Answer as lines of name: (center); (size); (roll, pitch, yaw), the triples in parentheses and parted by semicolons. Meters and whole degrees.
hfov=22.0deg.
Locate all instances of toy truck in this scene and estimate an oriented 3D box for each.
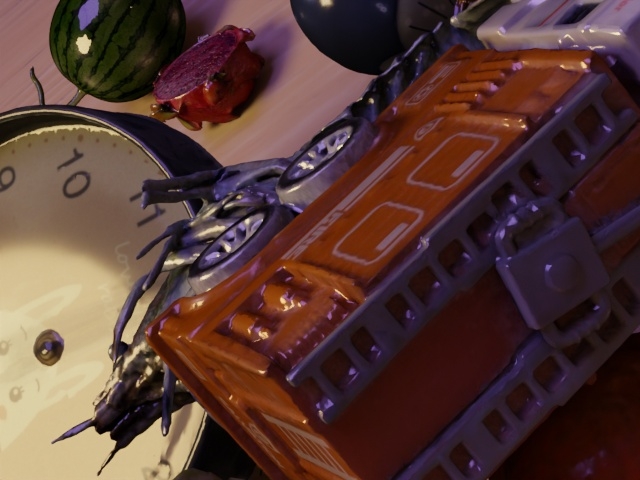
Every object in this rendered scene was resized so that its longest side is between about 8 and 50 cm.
toy truck: (0.112, -0.017, 0.895); (0.387, 0.173, 0.207); (-44, 16, -13)

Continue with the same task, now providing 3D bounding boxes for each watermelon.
watermelon: (-0.224, -0.202, 1.735); (0.187, 0.140, 0.140); (-57, 33, 1)

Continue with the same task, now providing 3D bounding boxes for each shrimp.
shrimp: (-0.003, 0.002, 1.054); (0.410, 0.221, 0.166); (-48, 19, -11)

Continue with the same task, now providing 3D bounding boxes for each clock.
clock: (-0.206, 0.083, 1.256); (0.386, 0.076, 0.386); (-5, 81, 31)
clock: (0.070, -0.255, 1.374); (0.146, 0.199, 0.243); (24, 94, 25)

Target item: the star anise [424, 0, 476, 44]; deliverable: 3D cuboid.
star anise: (0.102, -0.114, 1.284); (0.234, 0.073, 0.177); (20, 86, 37)

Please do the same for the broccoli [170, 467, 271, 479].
broccoli: (-0.080, 0.259, 0.999); (0.304, 0.321, 0.283); (-90, 11, -51)

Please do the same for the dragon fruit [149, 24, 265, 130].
dragon fruit: (-0.103, -0.152, 1.606); (0.112, 0.068, 0.126); (-23, 31, 24)

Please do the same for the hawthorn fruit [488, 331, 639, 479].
hawthorn fruit: (0.228, 0.097, 0.929); (0.285, 0.165, 0.165); (-34, 32, -10)
